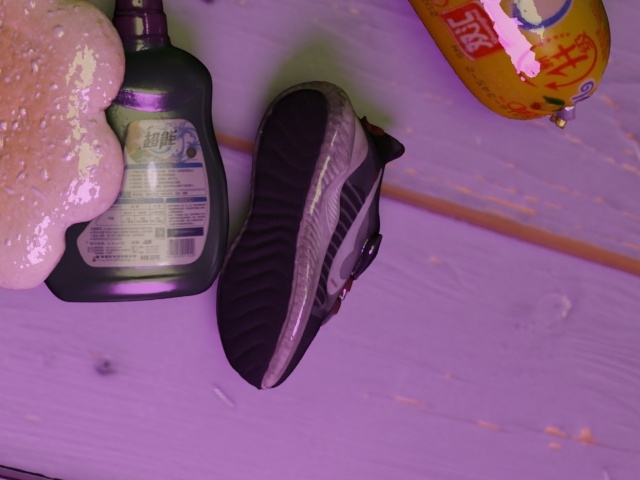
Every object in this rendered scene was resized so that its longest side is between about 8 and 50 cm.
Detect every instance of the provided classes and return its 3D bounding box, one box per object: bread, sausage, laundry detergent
[{"bbox_3d":[-0.221,-0.090,0.906,0.181,0.039,0.251,5,97,16],"label":"bread"},{"bbox_3d":[0.100,-0.229,0.956,0.123,0.123,0.347,-36,105,-6],"label":"sausage"},{"bbox_3d":[-0.141,-0.070,0.945,0.144,0.078,0.222,-4,99,-5],"label":"laundry detergent"}]

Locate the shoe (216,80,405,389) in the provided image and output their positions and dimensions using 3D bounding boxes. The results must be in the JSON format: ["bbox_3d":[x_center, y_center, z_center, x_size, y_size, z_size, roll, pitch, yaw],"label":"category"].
[{"bbox_3d":[0.000,0.000,0.977,0.112,0.099,0.228,9,95,-44],"label":"shoe"}]
